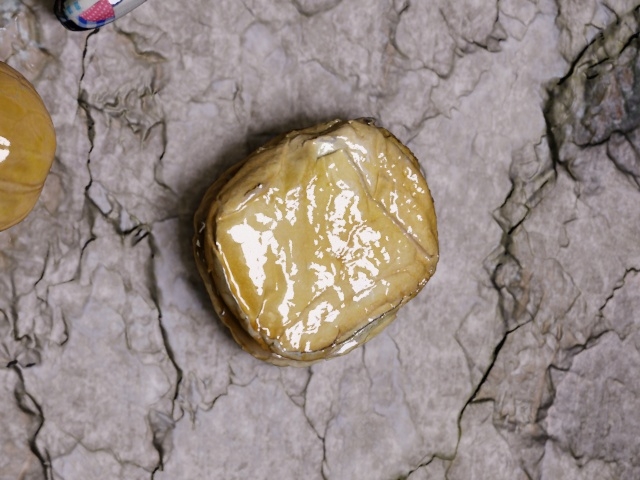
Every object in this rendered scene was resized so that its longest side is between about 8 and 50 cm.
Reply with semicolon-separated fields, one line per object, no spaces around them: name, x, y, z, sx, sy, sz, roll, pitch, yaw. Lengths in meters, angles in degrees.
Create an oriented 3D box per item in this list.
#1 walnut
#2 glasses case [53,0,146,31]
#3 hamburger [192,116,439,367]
walnut;-0.382;-0.100;1.731;0.221;0.195;0.195;15;90;-17
glasses case;-0.152;-0.335;1.834;0.327;0.125;0.076;-42;110;-14
hamburger;0.000;0.001;1.927;0.283;0.144;0.260;-25;100;-15
